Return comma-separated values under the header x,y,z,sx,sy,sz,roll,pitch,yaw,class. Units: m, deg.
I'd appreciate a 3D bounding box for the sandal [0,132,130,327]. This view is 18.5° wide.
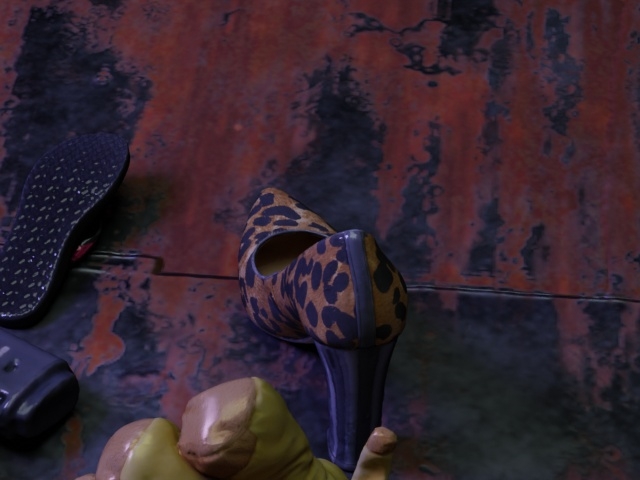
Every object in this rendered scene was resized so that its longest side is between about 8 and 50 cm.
x,y,z,sx,sy,sz,roll,pitch,yaw,class
-0.193,-0.006,1.432,0.067,0.040,0.179,13,58,21,sandal

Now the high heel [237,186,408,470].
x,y,z,sx,sy,sz,roll,pitch,yaw,class
0.000,0.000,1.310,0.093,0.186,0.261,-10,43,-12,high heel

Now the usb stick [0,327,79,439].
x,y,z,sx,sy,sz,roll,pitch,yaw,class
-0.291,0.058,1.344,0.278,0.045,0.077,24,33,23,usb stick

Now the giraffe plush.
x,y,z,sx,sy,sz,roll,pitch,yaw,class
-0.033,0.204,1.133,0.210,0.181,0.170,17,43,-36,giraffe plush
